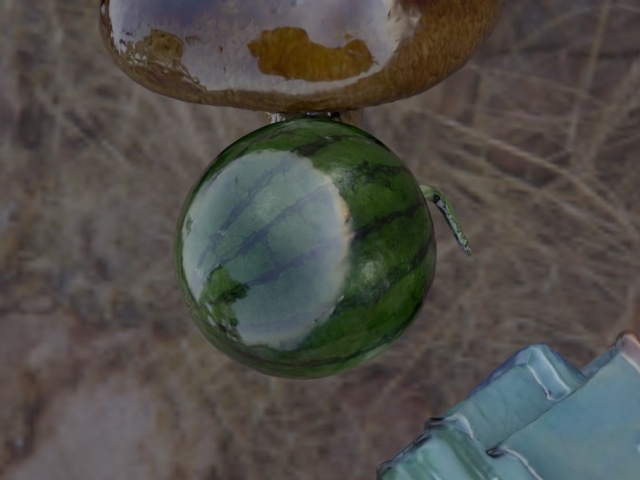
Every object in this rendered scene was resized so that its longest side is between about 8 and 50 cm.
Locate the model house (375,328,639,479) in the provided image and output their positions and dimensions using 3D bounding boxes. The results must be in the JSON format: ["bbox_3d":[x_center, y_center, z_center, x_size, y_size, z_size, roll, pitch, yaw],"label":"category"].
[{"bbox_3d":[0.249,0.207,1.553,0.295,0.329,0.251,48,144,10],"label":"model house"}]

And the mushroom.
[{"bbox_3d":[-0.012,-0.222,1.688,0.345,0.345,0.239,58,138,31],"label":"mushroom"}]

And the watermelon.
[{"bbox_3d":[0.000,0.000,1.380,0.188,0.215,0.188,53,162,26],"label":"watermelon"}]
